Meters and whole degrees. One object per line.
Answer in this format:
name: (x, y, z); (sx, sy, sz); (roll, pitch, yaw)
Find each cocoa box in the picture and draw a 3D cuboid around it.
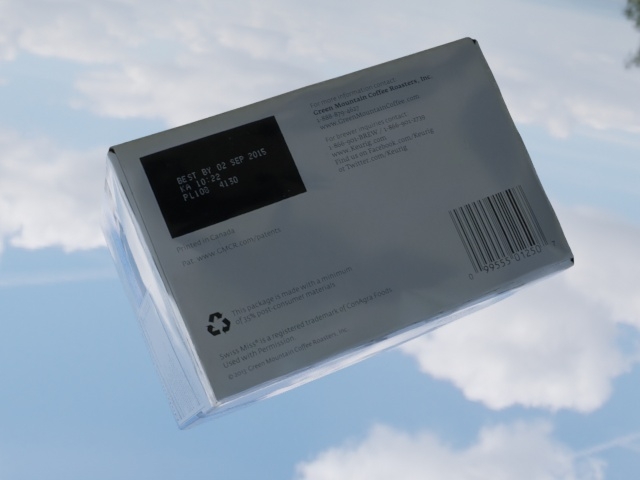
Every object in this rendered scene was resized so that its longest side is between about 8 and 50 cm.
cocoa box: (0.000, 0.000, 0.937); (0.347, 0.231, 0.228); (-20, 170, -19)
